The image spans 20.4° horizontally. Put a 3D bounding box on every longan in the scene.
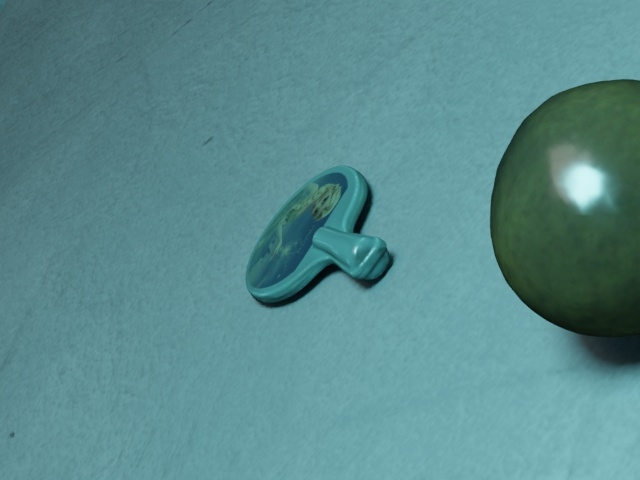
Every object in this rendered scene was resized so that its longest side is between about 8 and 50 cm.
[{"bbox_3d":[0.188,-0.022,1.151,0.167,0.167,0.187,-45,4,10],"label":"longan"}]

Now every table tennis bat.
[{"bbox_3d":[0.000,0.000,1.572,0.149,0.038,0.237,-52,22,-6],"label":"table tennis bat"}]
